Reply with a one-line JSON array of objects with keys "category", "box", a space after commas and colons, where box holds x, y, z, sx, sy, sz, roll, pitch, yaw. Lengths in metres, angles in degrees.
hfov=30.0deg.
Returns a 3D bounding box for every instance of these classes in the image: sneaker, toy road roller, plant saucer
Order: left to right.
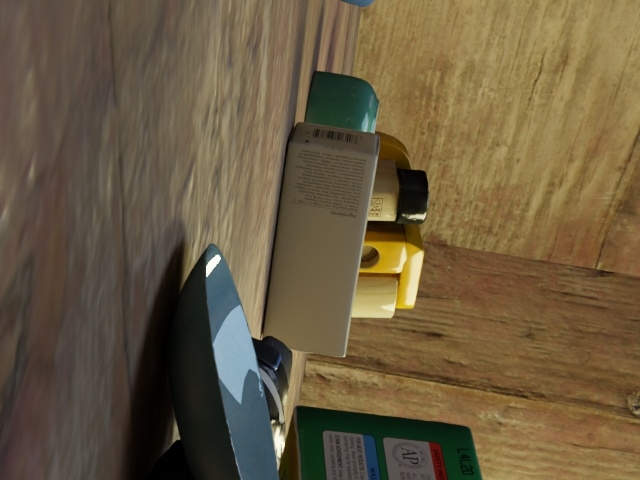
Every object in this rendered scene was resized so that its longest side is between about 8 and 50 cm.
[{"category": "plant saucer", "box": [-0.061, 0.100, 0.724, 0.195, 0.038, 0.194, -13, 90, -88]}, {"category": "sneaker", "box": [-0.055, 0.158, 1.060, 0.217, 0.079, 0.121, 94, 7, -55]}, {"category": "toy road roller", "box": [0.070, -0.044, 2.112, 0.240, 0.203, 0.329, -96, -170, -54]}]

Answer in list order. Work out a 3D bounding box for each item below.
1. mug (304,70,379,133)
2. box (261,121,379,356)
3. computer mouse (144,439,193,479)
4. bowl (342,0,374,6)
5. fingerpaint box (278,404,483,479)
[{"category": "mug", "box": [0.029, -0.160, 1.714, 0.129, 0.097, 0.157, -78, 177, -51]}, {"category": "box", "box": [0.000, 0.000, 1.487, 0.094, 0.113, 0.275, -79, 179, -67]}, {"category": "computer mouse", "box": [-0.090, 0.144, 0.767, 0.242, 0.041, 0.071, -91, 168, -75]}, {"category": "bowl", "box": [0.071, -0.379, 0.936, 0.391, 0.077, 0.391, -159, -90, -80]}, {"category": "fingerpaint box", "box": [0.031, 0.412, 0.887, 0.444, 0.163, 0.371, -97, -163, -57]}]
